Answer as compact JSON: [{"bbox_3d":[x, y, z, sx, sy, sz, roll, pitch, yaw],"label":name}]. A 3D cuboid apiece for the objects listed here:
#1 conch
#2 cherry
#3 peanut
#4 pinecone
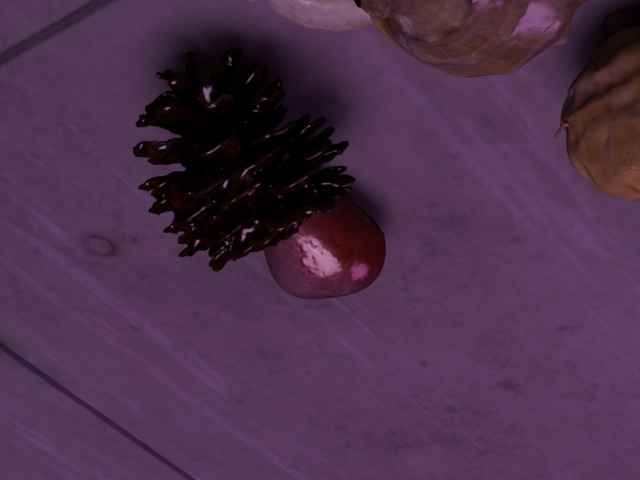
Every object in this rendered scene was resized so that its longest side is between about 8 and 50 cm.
[{"bbox_3d":[0.023,-0.208,0.809,0.263,0.186,0.324,-4,167,36],"label":"conch"},{"bbox_3d":[-0.005,0.004,1.152,0.106,0.087,0.126,-33,128,32],"label":"cherry"},{"bbox_3d":[0.303,-0.127,0.889,0.149,0.149,0.313,29,135,-23],"label":"peanut"},{"bbox_3d":[-0.071,-0.069,1.029,0.163,0.163,0.165,-33,93,40],"label":"pinecone"}]
